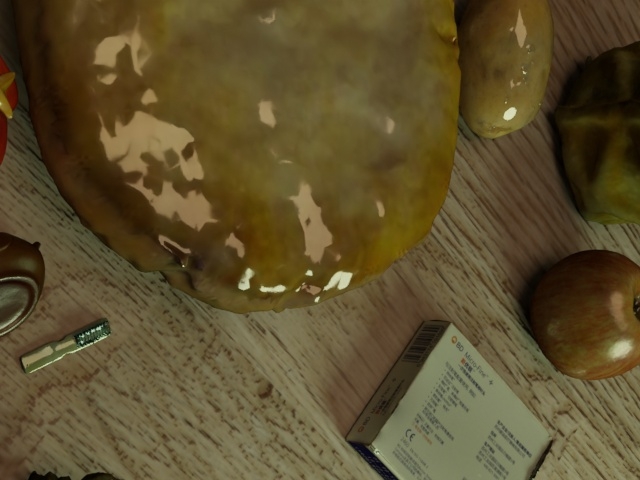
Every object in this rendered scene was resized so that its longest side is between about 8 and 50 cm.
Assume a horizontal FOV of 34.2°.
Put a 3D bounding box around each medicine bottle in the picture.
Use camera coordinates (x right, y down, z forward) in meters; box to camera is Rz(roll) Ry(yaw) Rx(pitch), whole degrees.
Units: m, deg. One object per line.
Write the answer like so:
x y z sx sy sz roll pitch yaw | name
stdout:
0.143 0.207 1.089 0.201 0.052 0.171 47 64 -22 | medicine bottle

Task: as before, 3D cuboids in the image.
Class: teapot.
-0.272 0.032 0.813 0.129 0.078 0.098 -19 138 -43 | teapot

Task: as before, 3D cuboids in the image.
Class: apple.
0.310 0.082 1.163 0.146 0.131 0.146 8 77 -34 | apple

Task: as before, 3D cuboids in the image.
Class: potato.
0.195 -0.196 1.120 0.109 0.118 0.178 3 100 1 | potato

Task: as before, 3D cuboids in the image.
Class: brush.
-0.214 0.089 0.879 0.083 0.013 0.016 -25 102 -31 | brush

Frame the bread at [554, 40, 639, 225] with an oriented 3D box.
0.412 -0.123 1.176 0.196 0.252 0.239 41 63 -26 | bread

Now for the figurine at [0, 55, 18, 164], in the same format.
-0.349 -0.079 0.716 0.257 0.181 0.208 21 35 -33 | figurine

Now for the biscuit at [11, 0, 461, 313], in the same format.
-0.051 -0.160 0.916 0.429 0.104 0.446 -5 86 -33 | biscuit

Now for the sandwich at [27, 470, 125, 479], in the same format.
-0.154 0.326 0.778 0.109 0.292 0.212 -19 120 4 | sandwich
